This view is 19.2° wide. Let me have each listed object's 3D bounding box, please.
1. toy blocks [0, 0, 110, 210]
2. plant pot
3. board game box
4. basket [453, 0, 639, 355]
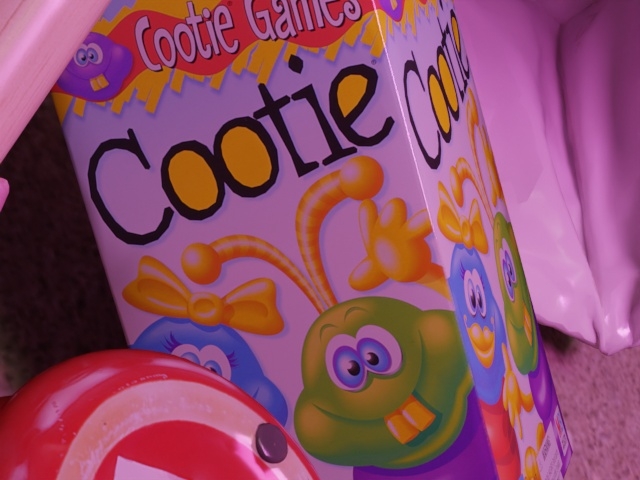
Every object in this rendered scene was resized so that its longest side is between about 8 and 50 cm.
[{"bbox_3d":[-0.257,-0.037,0.622,0.288,0.309,0.260,34,77,-13],"label":"toy blocks"},{"bbox_3d":[-0.095,0.144,0.681,0.191,0.174,0.191,24,53,-36],"label":"plant pot"},{"bbox_3d":[0.000,0.000,0.808,0.144,0.142,0.275,-46,122,-69],"label":"board game box"},{"bbox_3d":[0.153,-0.164,1.006,0.328,0.331,0.266,27,42,-35],"label":"basket"}]
